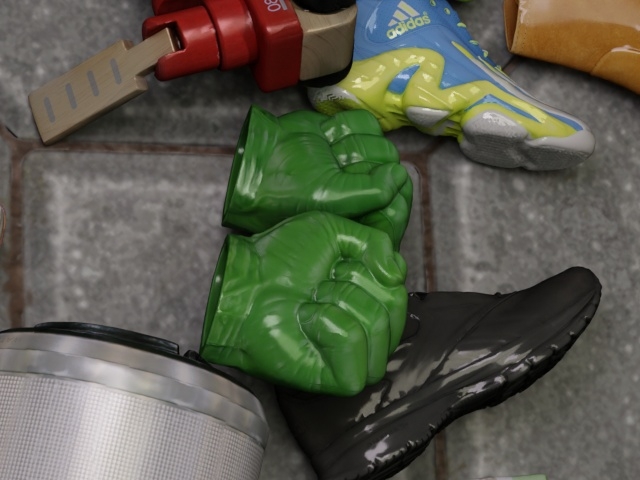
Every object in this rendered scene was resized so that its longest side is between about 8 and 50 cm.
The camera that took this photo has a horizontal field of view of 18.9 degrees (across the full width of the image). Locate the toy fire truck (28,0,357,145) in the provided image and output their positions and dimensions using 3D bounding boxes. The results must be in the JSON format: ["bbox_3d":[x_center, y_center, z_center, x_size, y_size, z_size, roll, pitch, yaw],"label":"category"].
[{"bbox_3d":[-0.114,-0.190,1.474,0.246,0.158,0.217,-16,60,-15],"label":"toy fire truck"}]

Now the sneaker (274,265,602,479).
[{"bbox_3d":[0.093,0.080,1.481,0.286,0.109,0.130,-29,76,-23],"label":"sneaker"}]

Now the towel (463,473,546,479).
[{"bbox_3d":[0.114,0.241,1.484,0.152,0.023,0.113,-5,78,-16],"label":"towel"}]

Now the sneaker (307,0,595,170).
[{"bbox_3d":[0.113,-0.138,1.544,0.240,0.091,0.126,14,73,-11],"label":"sneaker"}]

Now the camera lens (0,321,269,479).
[{"bbox_3d":[-0.163,0.206,1.313,0.219,0.219,0.274,15,73,-11],"label":"camera lens"}]

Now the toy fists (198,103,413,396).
[{"bbox_3d":[0.000,0.000,1.423,0.142,0.096,0.279,15,40,-8],"label":"toy fists"}]

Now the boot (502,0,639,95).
[{"bbox_3d":[0.260,-0.147,1.589,0.211,0.104,0.295,0,71,-10],"label":"boot"}]

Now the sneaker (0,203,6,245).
[{"bbox_3d":[-0.297,0.039,1.391,0.070,0.084,0.185,34,70,-5],"label":"sneaker"}]
